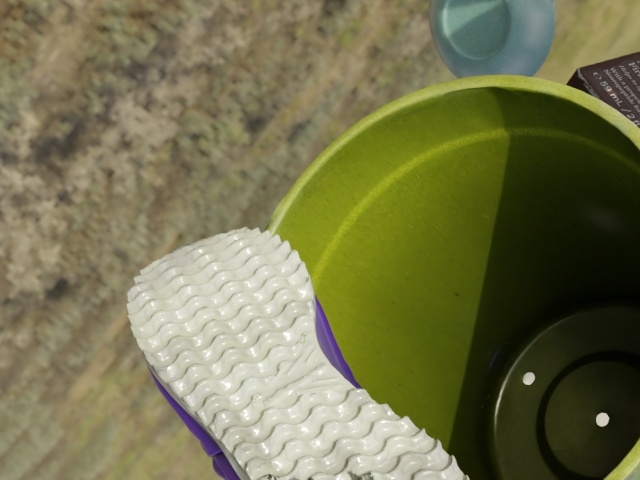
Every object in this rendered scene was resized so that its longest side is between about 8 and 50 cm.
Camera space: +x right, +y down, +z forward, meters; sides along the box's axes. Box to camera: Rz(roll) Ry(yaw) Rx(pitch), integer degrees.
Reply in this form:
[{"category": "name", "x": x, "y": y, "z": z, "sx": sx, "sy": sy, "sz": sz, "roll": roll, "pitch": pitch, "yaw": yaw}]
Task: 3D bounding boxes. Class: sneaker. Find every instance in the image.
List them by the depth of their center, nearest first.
[{"category": "sneaker", "x": -0.015, "y": 0.117, "z": 0.788, "sx": 0.102, "sy": 0.293, "sz": 0.146, "roll": -23, "pitch": 131, "yaw": -13}]

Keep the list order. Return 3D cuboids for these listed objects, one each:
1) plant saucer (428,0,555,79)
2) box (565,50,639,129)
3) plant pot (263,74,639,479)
[{"category": "plant saucer", "x": 0.210, "y": -0.287, "z": 1.925, "sx": 0.037, "sy": 0.195, "sz": 0.195, "roll": -17, "pitch": 146, "yaw": -49}, {"category": "box", "x": 0.363, "y": -0.100, "z": 1.669, "sx": 0.203, "sy": 0.168, "sz": 0.167, "roll": -18, "pitch": 153, "yaw": -34}, {"category": "plant pot", "x": 0.178, "y": 0.105, "z": 1.215, "sx": 0.366, "sy": 0.366, "sz": 0.353, "roll": -53, "pitch": 144, "yaw": 2}]
